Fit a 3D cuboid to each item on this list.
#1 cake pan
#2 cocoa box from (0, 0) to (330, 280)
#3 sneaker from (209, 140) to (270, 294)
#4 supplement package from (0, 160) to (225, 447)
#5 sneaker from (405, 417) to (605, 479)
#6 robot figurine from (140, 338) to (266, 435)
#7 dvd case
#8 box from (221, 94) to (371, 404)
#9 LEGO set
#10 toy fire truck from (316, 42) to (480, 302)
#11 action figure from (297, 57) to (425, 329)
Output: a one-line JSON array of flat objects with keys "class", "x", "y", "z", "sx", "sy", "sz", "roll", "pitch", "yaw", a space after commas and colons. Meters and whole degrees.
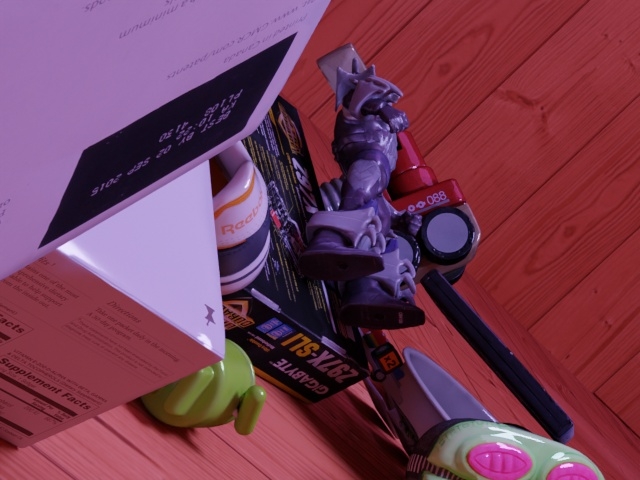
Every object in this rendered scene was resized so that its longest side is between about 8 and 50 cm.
[{"class": "cake pan", "x": 0.178, "y": 0.244, "z": 1.945, "sx": 0.293, "sy": 0.054, "sz": 0.293, "roll": 46, "pitch": 8, "yaw": -8}, {"class": "cocoa box", "x": -0.174, "y": -0.112, "z": 0.607, "sx": 0.228, "sy": 0.231, "sz": 0.347, "roll": 48, "pitch": 51, "yaw": 11}, {"class": "sneaker", "x": -0.165, "y": -0.096, "z": 1.301, "sx": 0.321, "sy": 0.126, "sz": 0.127, "roll": 34, "pitch": -29, "yaw": 14}, {"class": "supplement package", "x": -0.186, "y": -0.048, "z": 0.885, "sx": 0.262, "sy": 0.145, "sz": 0.204, "roll": 39, "pitch": 35, "yaw": -47}, {"class": "sneaker", "x": 0.172, "y": 0.260, "z": 1.546, "sx": 0.202, "sy": 0.185, "sz": 0.483, "roll": 30, "pitch": -6, "yaw": 33}, {"class": "robot figurine", "x": -0.086, "y": 0.098, "z": 1.210, "sx": 0.101, "sy": 0.067, "sz": 0.115, "roll": 36, "pitch": 4, "yaw": 17}, {"class": "dvd case", "x": 0.166, "y": 0.112, "z": 1.584, "sx": 0.180, "sy": 0.022, "sz": 0.253, "roll": 49, "pitch": 1, "yaw": 12}, {"class": "box", "x": -0.081, "y": -0.038, "z": 1.565, "sx": 0.257, "sy": 0.079, "sz": 0.322, "roll": 39, "pitch": 30, "yaw": -52}, {"class": "LEGO set", "x": 0.081, "y": 0.146, "z": 1.682, "sx": 0.182, "sy": 0.060, "sz": 0.244, "roll": 53, "pitch": -8, "yaw": 43}, {"class": "toy fire truck", "x": 0.029, "y": -0.056, "z": 1.812, "sx": 0.158, "sy": 0.217, "sz": 0.246, "roll": 88, "pitch": -20, "yaw": -73}, {"class": "action figure", "x": 0.048, "y": -0.048, "z": 1.624, "sx": 0.285, "sy": 0.099, "sz": 0.185, "roll": -84, "pitch": 161, "yaw": -45}]
